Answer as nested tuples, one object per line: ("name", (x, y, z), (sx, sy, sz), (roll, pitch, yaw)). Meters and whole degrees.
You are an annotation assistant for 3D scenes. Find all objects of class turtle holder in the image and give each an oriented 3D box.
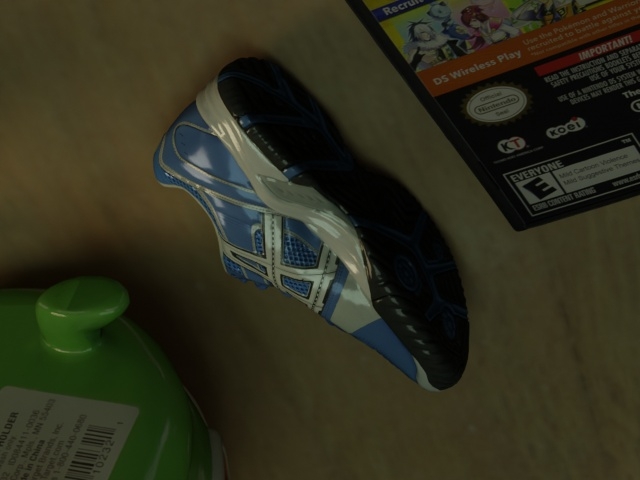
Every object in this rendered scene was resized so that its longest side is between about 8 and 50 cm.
("turtle holder", (-0.198, 0.168, 0.964), (0.320, 0.243, 0.227), (-19, 138, 8))

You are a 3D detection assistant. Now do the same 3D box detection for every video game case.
("video game case", (0.153, -0.129, 0.799), (0.275, 0.035, 0.248), (-18, 130, 28))

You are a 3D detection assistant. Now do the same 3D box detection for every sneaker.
("sneaker", (0.000, 0.000, 0.930), (0.081, 0.080, 0.211), (-32, 106, 31))
